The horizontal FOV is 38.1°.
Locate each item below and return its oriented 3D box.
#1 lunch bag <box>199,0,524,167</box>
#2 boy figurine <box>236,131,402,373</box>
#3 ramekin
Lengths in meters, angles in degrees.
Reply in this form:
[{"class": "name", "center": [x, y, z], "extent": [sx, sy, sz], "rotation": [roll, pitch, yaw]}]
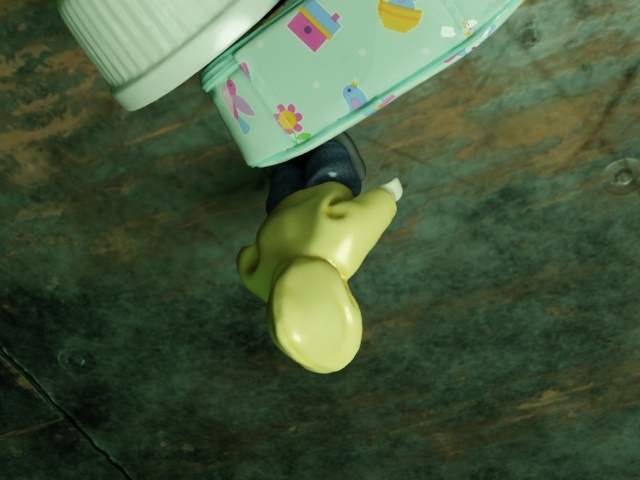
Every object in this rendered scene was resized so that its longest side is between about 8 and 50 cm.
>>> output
[{"class": "lunch bag", "center": [0.039, -0.177, 0.760], "extent": [0.279, 0.224, 0.108], "rotation": [-29, 103, 23]}, {"class": "boy figurine", "center": [0.000, 0.000, 0.860], "extent": [0.177, 0.285, 0.092], "rotation": [-28, 123, 18]}, {"class": "ramekin", "center": [-0.115, -0.212, 0.747], "extent": [0.207, 0.207, 0.109], "rotation": [-30, 114, 23]}]
